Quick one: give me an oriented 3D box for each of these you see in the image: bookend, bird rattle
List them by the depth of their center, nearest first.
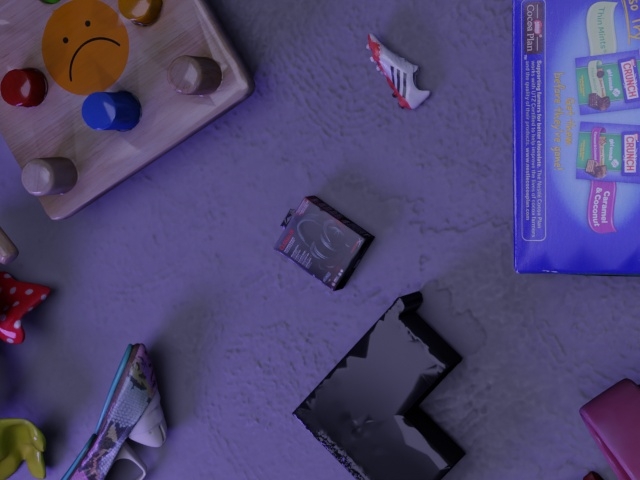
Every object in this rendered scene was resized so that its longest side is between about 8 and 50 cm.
[{"bbox_3d":[0.086,0.158,1.446,0.156,0.072,0.157,44,105,11],"label":"bookend"},{"bbox_3d":[-0.383,0.141,1.587,0.207,0.143,0.253,-12,86,36],"label":"bird rattle"}]

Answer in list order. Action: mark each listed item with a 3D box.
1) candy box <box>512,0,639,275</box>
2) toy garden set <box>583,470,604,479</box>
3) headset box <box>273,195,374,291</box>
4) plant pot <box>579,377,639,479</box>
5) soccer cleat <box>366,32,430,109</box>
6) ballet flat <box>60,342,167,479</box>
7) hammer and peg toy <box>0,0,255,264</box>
[{"bbox_3d":[0.331,-0.101,1.321,0.317,0.122,0.268,1,92,20],"label":"candy box"},{"bbox_3d":[0.237,0.354,1.416,0.204,0.049,0.244,-43,79,16],"label":"toy garden set"},{"bbox_3d":[0.000,0.000,1.489,0.083,0.032,0.062,35,104,13],"label":"headset box"},{"bbox_3d":[0.348,0.178,1.303,0.180,0.201,0.201,-34,82,2],"label":"plant pot"},{"bbox_3d":[0.073,-0.163,1.459,0.035,0.029,0.083,-30,86,9],"label":"soccer cleat"},{"bbox_3d":[-0.204,0.206,1.558,0.079,0.077,0.221,28,107,-3],"label":"ballet flat"},{"bbox_3d":[-0.263,-0.154,1.524,0.361,0.127,0.266,-33,84,18],"label":"hammer and peg toy"}]
